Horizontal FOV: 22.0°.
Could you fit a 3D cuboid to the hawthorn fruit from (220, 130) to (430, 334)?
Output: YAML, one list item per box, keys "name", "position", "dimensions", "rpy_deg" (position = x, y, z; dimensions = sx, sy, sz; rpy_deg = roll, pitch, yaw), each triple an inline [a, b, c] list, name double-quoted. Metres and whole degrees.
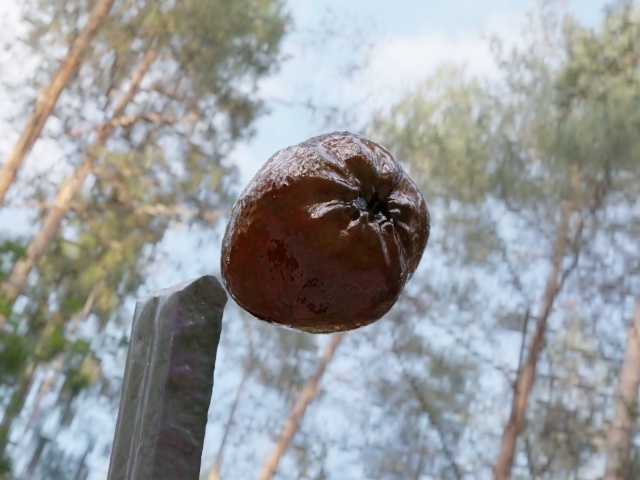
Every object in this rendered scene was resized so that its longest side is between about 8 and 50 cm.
- name: "hawthorn fruit"
  position: [0.000, 0.000, 0.948]
  dimensions: [0.128, 0.128, 0.128]
  rpy_deg: [8, -45, 8]

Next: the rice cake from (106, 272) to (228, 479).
- name: "rice cake"
  position: [-0.132, 0.175, 1.291]
  dimensions: [0.050, 0.298, 0.106]
  rpy_deg: [15, -16, -25]
